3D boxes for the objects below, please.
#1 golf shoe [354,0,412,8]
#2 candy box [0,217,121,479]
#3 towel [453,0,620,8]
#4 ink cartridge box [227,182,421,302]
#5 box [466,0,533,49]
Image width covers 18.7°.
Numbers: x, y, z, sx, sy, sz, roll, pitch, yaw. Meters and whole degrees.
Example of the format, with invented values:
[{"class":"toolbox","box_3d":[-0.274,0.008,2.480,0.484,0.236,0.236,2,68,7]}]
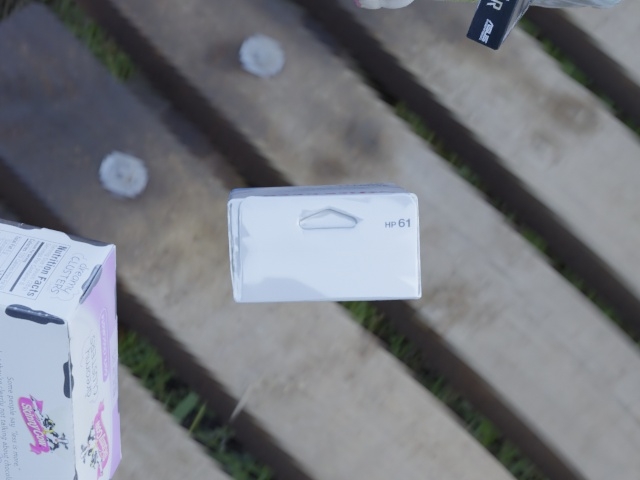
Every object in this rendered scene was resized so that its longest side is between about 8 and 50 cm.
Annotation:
[{"class":"golf shoe","box_3d":[0.087,-0.207,1.091,0.140,0.306,0.115,9,71,-3]},{"class":"candy box","box_3d":[-0.212,0.063,1.062,0.196,0.165,0.070,13,40,11]},{"class":"towel","box_3d":[0.024,-0.259,1.414,0.374,0.320,0.090,7,83,22]},{"class":"ink cartridge box","box_3d":[0.000,0.000,0.942,0.089,0.122,0.052,-2,93,-2]},{"class":"box","box_3d":[0.103,-0.141,0.975,0.018,0.067,0.083,26,33,8]}]
